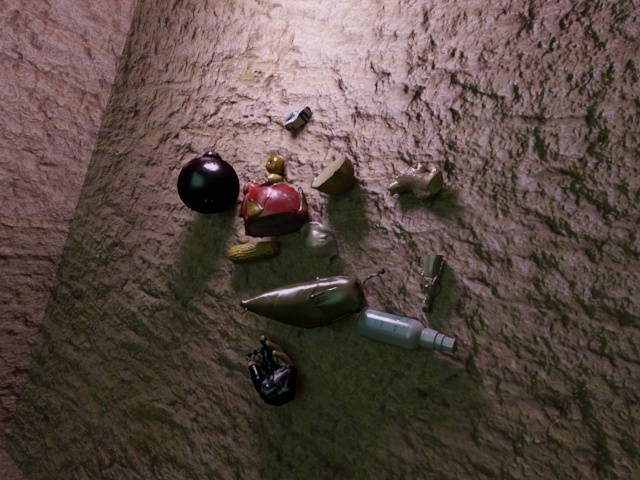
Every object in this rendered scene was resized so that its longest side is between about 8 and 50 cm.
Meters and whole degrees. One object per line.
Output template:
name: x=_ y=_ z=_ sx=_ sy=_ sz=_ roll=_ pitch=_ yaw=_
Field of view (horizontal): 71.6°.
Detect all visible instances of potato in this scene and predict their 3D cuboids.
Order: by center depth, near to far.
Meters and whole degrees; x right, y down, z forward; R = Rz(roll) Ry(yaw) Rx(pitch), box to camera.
potato: x=0.067 y=-0.249 z=1.838 sx=0.202 sy=0.117 sz=0.182 roll=-39 pitch=22 yaw=22

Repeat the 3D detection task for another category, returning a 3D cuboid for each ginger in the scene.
ginger: x=0.354 y=-0.226 z=1.680 sx=0.213 sy=0.074 sz=0.137 roll=11 pitch=88 yaw=39

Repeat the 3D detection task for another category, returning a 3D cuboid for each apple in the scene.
apple: x=-0.211 y=-0.347 z=2.052 sx=0.089 sy=0.074 sz=0.089 roll=-8 pitch=76 yaw=33

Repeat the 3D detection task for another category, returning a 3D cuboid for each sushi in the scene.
sushi: x=-0.284 y=0.543 z=1.969 sx=0.126 sy=0.026 sz=0.120 roll=-30 pitch=66 yaw=24

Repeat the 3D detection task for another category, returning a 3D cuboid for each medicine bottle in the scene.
medicine bottle: x=0.306 y=0.331 z=1.585 sx=0.352 sy=0.110 sz=0.110 roll=9 pitch=86 yaw=33

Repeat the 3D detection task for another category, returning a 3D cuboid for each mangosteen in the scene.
mangosteen: x=-0.527 y=-0.282 z=2.118 sx=0.297 sy=0.297 sz=0.313 roll=0 pitch=71 yaw=32

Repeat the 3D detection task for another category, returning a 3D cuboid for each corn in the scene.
corn: x=-0.311 y=0.053 z=2.037 sx=0.260 sy=0.091 sz=0.091 roll=-11 pitch=111 yaw=30

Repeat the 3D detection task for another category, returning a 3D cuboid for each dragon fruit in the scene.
dragon fruit: x=-0.203 y=-0.157 z=1.891 sx=0.305 sy=0.305 sz=0.226 roll=-22 pitch=68 yaw=27

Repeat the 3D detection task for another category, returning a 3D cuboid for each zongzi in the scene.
zongzi: x=-0.012 y=0.210 z=1.639 sx=0.447 sy=0.418 sz=0.181 roll=-23 pitch=66 yaw=33

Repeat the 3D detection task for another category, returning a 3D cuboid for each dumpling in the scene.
dumpling: x=0.000 y=0.000 z=1.840 sx=0.136 sy=0.118 sz=0.199 roll=-37 pitch=85 yaw=24

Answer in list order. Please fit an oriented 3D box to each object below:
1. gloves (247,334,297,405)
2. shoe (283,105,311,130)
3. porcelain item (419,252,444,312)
gloves: x=-0.205 y=0.538 z=1.849 sx=0.197 sy=0.152 sz=0.301 roll=-24 pitch=61 yaw=4
shoe: x=-0.105 y=-0.566 z=2.038 sx=0.143 sy=0.064 sz=0.071 roll=-35 pitch=47 yaw=17
porcelain item: x=0.392 y=0.154 z=1.598 sx=0.084 sy=0.054 sz=0.213 roll=6 pitch=86 yaw=35
